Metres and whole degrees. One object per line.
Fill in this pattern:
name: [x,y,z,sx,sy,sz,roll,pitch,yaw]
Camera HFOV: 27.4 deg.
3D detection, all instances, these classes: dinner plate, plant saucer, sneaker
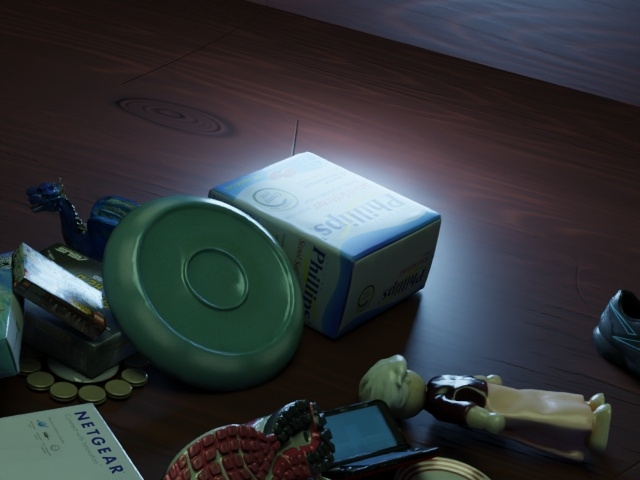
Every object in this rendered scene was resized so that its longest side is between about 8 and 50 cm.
dinner plate: [0.162,0.327,1.687,0.141,0.017,0.141,10,26,-5]
plant saucer: [-0.155,0.062,1.873,0.318,0.044,0.317,17,53,-23]
sneaker: [-0.095,0.278,1.550,0.112,0.120,0.299,-25,-8,29]
sneaker: [0.531,0.177,2.027,0.101,0.106,0.267,-10,35,-38]

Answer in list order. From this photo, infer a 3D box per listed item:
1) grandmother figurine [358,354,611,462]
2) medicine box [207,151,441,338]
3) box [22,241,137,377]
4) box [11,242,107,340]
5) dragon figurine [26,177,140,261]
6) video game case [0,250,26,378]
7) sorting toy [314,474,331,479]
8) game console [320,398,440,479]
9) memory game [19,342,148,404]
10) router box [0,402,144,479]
grandmother figurine: [0.222,0.231,1.820,0.342,0.104,0.208,10,-1,3]
medicine box: [0.000,0.000,2.115,0.289,0.149,0.263,26,30,28]
box: [-0.352,0.094,1.870,0.231,0.056,0.183,24,29,25]
box: [-0.350,0.068,1.752,0.137,0.027,0.094,36,15,-28]
dragon figurine: [-0.317,-0.011,2.018,0.289,0.144,0.085,10,27,-3]
video game case: [-0.521,0.114,1.692,0.270,0.061,0.244,-12,28,-3]
sorting toy: [0.019,0.333,1.596,0.083,0.045,0.075,20,35,16]
game console: [0.060,0.255,1.697,0.144,0.085,0.124,-10,-5,-29]
memory game: [-0.327,0.171,1.806,0.186,0.012,0.186,9,26,-5]
router box: [-0.330,0.324,1.427,0.301,0.082,0.335,-7,32,-32]
